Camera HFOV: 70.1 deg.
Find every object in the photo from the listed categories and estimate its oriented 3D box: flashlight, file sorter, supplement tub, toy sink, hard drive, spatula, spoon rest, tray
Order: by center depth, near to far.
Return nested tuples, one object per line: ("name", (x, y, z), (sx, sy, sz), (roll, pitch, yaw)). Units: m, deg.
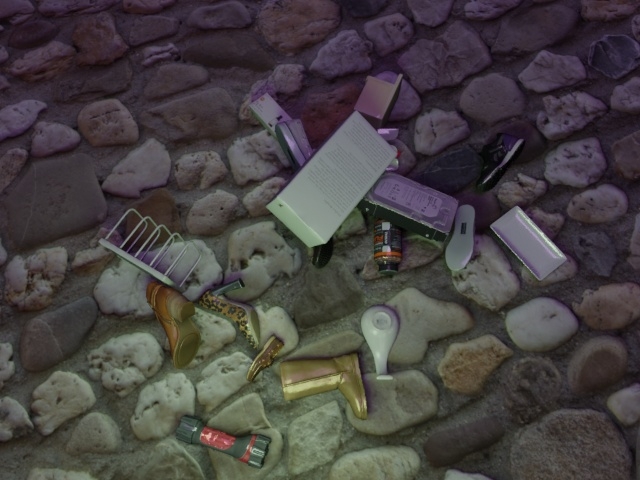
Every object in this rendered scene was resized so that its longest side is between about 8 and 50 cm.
("flashlight", (-0.319, 0.651, 1.498), (0.304, 0.103, 0.103), (17, 74, 6))
("spoon rest", (0.212, 0.358, 1.606), (0.137, 0.084, 0.276), (2, 59, 0))
("file sorter", (-0.603, 0.033, 1.657), (0.278, 0.193, 0.173), (28, 72, 9))
("supplement tub", (0.250, 0.024, 1.688), (0.106, 0.106, 0.197), (1, 72, 1))
("hard drive", (0.333, -0.138, 1.706), (0.339, 0.064, 0.237), (25, 44, 8))
("tray", (0.779, 0.010, 1.723), (0.145, 0.030, 0.270), (-35, 75, -10))
("spatula", (0.190, -0.359, 1.822), (0.242, 0.019, 0.168), (-1, 107, 1))
("toy sink", (0.226, -0.564, 1.854), (0.131, 0.153, 0.234), (23, 75, 9))

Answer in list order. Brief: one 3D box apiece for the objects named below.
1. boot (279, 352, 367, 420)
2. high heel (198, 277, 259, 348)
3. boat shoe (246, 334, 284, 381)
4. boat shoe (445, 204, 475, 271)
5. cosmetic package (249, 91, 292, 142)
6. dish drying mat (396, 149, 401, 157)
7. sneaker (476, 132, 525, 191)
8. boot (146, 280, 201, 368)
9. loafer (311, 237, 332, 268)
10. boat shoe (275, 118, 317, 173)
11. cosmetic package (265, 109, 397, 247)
("boot", (0.010, 0.508, 1.551), (0.270, 0.089, 0.236), (-9, 60, -3))
("high heel", (-0.327, 0.284, 1.642), (0.186, 0.093, 0.261), (-22, 81, 12))
("boat shoe", (-0.193, 0.417, 1.591), (0.060, 0.064, 0.178), (31, 73, 12))
("boat shoe", (0.528, 0.000, 1.702), (0.096, 0.088, 0.267), (0, 64, 26))
("cosmetic package", (-0.183, -0.494, 1.886), (0.099, 0.060, 0.239), (-39, 76, -12))
("dish drying mat", (0.287, -0.369, 1.865), (0.083, 0.008, 0.032), (37, 77, 11))
("sneaker", (0.677, -0.312, 1.806), (0.124, 0.107, 0.283), (35, 72, 26))
("boot", (-0.535, 0.292, 1.606), (0.220, 0.283, 0.109), (20, 31, 35))
("loafer", (0.000, 0.000, 1.726), (0.078, 0.080, 0.220), (0, 70, 35))
("boat shoe", (-0.034, -0.314, 1.786), (0.157, 0.136, 0.367), (-24, 81, -17))
("cosmetic package", (0.044, -0.218, 1.634), (0.230, 0.161, 0.453), (44, 70, -11))
